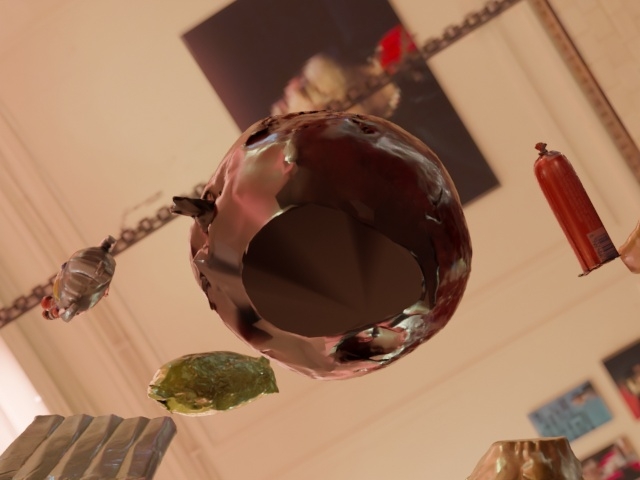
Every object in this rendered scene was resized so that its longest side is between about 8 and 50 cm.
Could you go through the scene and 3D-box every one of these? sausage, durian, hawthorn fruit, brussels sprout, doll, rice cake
[{"bbox_3d":[0.257,-0.036,1.252,0.048,0.050,0.145,-23,-97,-45],"label":"sausage"},{"bbox_3d":[-0.178,0.225,1.914,0.250,0.139,0.101,0,-102,-37],"label":"durian"},{"bbox_3d":[0.016,0.005,1.238,0.316,0.316,0.316,56,-170,-15],"label":"hawthorn fruit"},{"bbox_3d":[0.260,0.419,1.605,0.273,0.243,0.316,78,-160,-58],"label":"brussels sprout"},{"bbox_3d":[-0.276,0.048,1.389,0.062,0.104,0.195,53,152,-6],"label":"doll"},{"bbox_3d":[-0.255,0.236,1.292,0.198,0.189,0.037,-98,9,-77],"label":"rice cake"}]

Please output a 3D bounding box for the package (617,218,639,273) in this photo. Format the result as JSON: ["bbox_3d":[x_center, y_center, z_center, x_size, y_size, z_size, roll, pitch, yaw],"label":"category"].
[{"bbox_3d":[0.479,-0.083,1.379,0.165,0.311,0.221,8,-139,-31],"label":"package"}]
